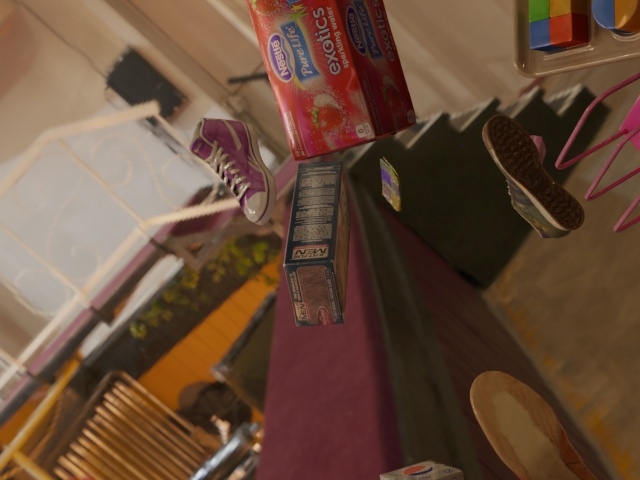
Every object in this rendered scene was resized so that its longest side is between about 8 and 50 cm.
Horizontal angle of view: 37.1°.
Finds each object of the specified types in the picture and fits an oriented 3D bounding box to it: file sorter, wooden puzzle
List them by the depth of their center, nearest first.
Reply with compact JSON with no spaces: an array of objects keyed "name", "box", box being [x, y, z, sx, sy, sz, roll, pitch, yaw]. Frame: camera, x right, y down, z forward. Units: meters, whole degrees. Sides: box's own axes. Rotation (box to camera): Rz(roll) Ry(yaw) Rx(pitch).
[{"name":"file sorter","box":[0.512,-0.086,1.374,0.182,0.290,0.202,-29,-22,-20]},{"name":"wooden puzzle","box":[0.458,-0.458,1.603,0.081,0.322,0.348,0,-1,-41]}]

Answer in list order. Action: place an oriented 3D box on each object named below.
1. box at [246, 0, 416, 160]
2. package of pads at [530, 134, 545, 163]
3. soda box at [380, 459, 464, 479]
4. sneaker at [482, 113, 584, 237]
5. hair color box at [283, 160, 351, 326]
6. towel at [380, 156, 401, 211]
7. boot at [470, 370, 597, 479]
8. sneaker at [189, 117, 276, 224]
[{"name":"box","box":[0.010,-0.241,1.190,0.128,0.256,0.123,-13,7,34]},{"name":"package of pads","box":[0.413,-0.157,1.855,0.032,0.050,0.083,8,66,28]},{"name":"soda box","box":[0.169,0.486,1.439,0.098,0.286,0.091,-11,5,-27]},{"name":"sneaker","box":[0.281,-0.080,1.333,0.064,0.192,0.086,-34,-9,-19]},{"name":"hair color box","box":[0.000,0.000,2.007,0.105,0.173,0.347,-4,39,9]},{"name":"towel","box":[0.116,-0.091,1.577,0.009,0.060,0.083,-22,-41,-14]},{"name":"boot","box":[0.316,0.322,1.421,0.104,0.295,0.211,-41,-8,-9]},{"name":"sneaker","box":[-0.200,-0.151,2.038,0.102,0.161,0.282,-52,46,32]}]
